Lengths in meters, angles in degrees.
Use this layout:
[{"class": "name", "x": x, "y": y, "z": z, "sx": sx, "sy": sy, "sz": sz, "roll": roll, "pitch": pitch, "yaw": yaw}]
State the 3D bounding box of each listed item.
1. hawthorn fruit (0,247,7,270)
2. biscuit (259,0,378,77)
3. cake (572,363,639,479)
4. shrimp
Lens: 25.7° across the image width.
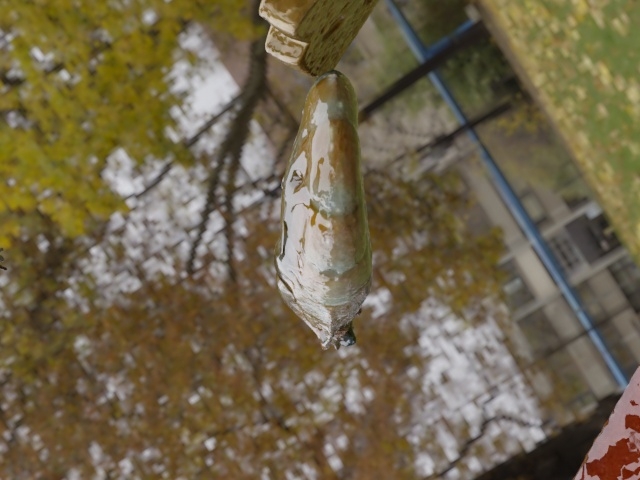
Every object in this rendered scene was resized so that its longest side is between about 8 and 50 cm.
[{"class": "hawthorn fruit", "x": -0.292, "y": -0.012, "z": 0.814, "sx": 0.299, "sy": 0.211, "sz": 0.211, "roll": 24, "pitch": -145, "yaw": -61}, {"class": "biscuit", "x": 0.023, "y": -0.174, "z": 0.783, "sx": 0.041, "sy": 0.238, "sz": 0.212, "roll": 37, "pitch": -126, "yaw": 5}, {"class": "cake", "x": 0.187, "y": 0.022, "z": 0.582, "sx": 0.158, "sy": 0.160, "sz": 0.262, "roll": 10, "pitch": -107, "yaw": -64}, {"class": "shrimp", "x": -0.001, "y": -0.017, "z": 0.878, "sx": 0.254, "sy": 0.059, "sz": 0.145, "roll": 89, "pitch": 177, "yaw": -71}]
